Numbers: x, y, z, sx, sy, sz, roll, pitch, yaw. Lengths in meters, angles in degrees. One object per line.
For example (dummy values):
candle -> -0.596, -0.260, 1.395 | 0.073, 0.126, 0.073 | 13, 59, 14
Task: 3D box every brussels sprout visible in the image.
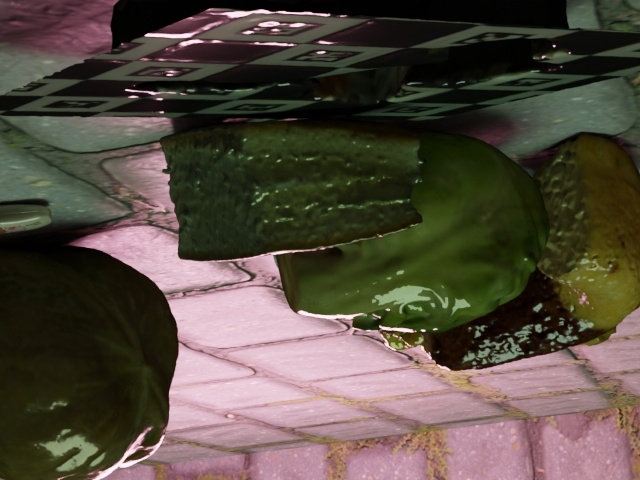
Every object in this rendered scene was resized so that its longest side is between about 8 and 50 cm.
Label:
brussels sprout -> 0.072, -0.010, 1.186 | 0.223, 0.161, 0.223 | 0, -171, 0

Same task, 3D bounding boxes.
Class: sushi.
sushi -> 0.013, -0.122, 0.860 | 0.359, 0.064, 0.343 | -3, 178, -31

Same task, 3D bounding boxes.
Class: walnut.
walnut -> -0.268, 0.122, 1.423 | 0.283, 0.283, 0.227 | -19, -158, 43

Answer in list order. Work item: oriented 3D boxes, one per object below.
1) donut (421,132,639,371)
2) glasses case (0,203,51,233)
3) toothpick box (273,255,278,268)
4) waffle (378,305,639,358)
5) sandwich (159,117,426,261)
donut -> 0.211, 0.038, 1.337 | 0.151, 0.112, 0.295 | 15, 146, -24
glasses case -> -0.273, -0.018, 1.279 | 0.083, 0.021, 0.032 | -5, 165, -2
toothpick box -> 0.000, 0.000, 1.394 | 0.083, 0.052, 0.052 | -8, 166, 14
waffle -> 0.204, 0.040, 1.500 | 0.302, 0.068, 0.325 | -3, 152, -3
sandwich -> -0.044, -0.036, 1.052 | 0.096, 0.094, 0.258 | -8, -178, -41
